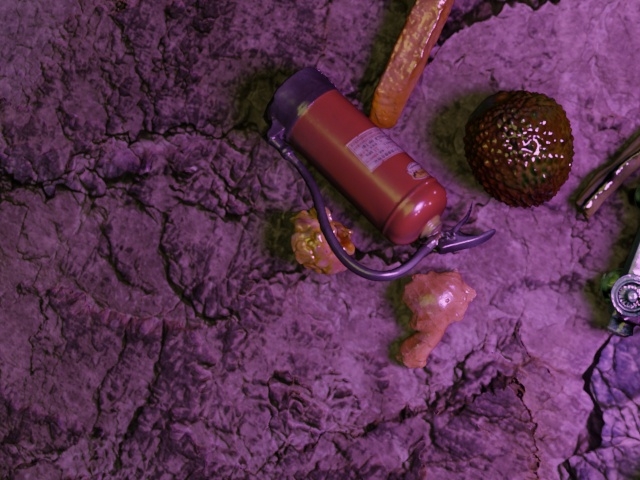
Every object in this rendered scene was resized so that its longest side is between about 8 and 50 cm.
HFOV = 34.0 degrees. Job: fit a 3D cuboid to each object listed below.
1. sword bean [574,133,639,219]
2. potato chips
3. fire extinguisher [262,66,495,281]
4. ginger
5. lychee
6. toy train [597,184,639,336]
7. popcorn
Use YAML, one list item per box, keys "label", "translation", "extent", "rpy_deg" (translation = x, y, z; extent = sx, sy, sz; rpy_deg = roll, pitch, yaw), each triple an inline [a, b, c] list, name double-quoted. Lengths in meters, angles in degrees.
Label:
- label: "sword bean"
  translation: [0.458, -0.133, 1.454]
  extent: [0.269, 0.038, 0.043]
  rpy_deg: [-43, 70, 13]
- label: "potato chips"
  translation: [0.167, -0.350, 1.548]
  extent: [0.057, 0.080, 0.407]
  rpy_deg: [25, 98, 8]
- label: "fire extinguisher"
  translation: [0.059, -0.076, 1.550]
  extent: [0.376, 0.113, 0.200]
  rpy_deg: [43, 88, 16]
- label: "ginger"
  translation: [0.151, 0.110, 1.543]
  extent: [0.096, 0.067, 0.165]
  rpy_deg: [33, 100, -4]
- label: "lychee"
  translation: [0.281, -0.126, 1.464]
  extent: [0.171, 0.171, 0.171]
  rpy_deg: [-1, 88, 20]
- label: "toy train"
  translation: [0.483, 0.024, 1.417]
  extent: [0.157, 0.105, 0.253]
  rpy_deg: [20, 95, 5]
- label: "popcorn"
  translation: [0.000, 0.002, 1.589]
  extent: [0.089, 0.097, 0.109]
  rpy_deg: [-18, 96, 22]
